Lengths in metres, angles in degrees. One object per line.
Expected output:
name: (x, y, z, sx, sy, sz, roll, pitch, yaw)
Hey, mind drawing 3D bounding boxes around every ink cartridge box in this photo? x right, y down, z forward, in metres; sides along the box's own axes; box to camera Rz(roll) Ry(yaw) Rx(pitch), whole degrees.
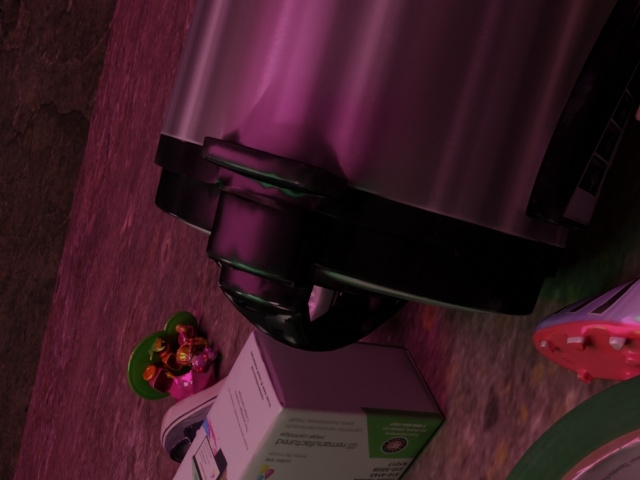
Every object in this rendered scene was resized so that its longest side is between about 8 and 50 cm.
ink cartridge box: (-0.028, 0.245, 0.881, 0.278, 0.201, 0.117, -61, 34, 28)

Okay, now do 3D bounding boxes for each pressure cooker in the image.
pressure cooker: (0.055, -0.107, 0.690, 0.375, 0.370, 0.420, 24, 98, 63)

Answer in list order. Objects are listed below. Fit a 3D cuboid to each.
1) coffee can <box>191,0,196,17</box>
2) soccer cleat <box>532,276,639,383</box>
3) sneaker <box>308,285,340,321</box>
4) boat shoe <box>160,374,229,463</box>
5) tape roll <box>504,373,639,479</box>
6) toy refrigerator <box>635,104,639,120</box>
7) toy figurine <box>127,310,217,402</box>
coffee can: (-0.090, -0.264, 1.110, 0.275, 0.202, 0.201, 113, 150, -43)
soccer cleat: (0.263, 0.049, 0.588, 0.248, 0.083, 0.095, -31, 25, 59)
sneaker: (0.000, 0.000, 0.973, 0.126, 0.127, 0.321, -28, 44, 29)
boat shoe: (-0.141, 0.304, 1.130, 0.340, 0.127, 0.158, -43, 38, 45)
tape roll: (0.227, 0.230, 0.460, 0.321, 0.077, 0.321, -40, 29, 27)
toy refrigerator: (0.326, -0.185, 0.520, 0.102, 0.094, 0.269, 46, 120, 56)
toy figurine: (-0.229, 0.219, 1.366, 0.159, 0.130, 0.173, 14, 69, 47)
